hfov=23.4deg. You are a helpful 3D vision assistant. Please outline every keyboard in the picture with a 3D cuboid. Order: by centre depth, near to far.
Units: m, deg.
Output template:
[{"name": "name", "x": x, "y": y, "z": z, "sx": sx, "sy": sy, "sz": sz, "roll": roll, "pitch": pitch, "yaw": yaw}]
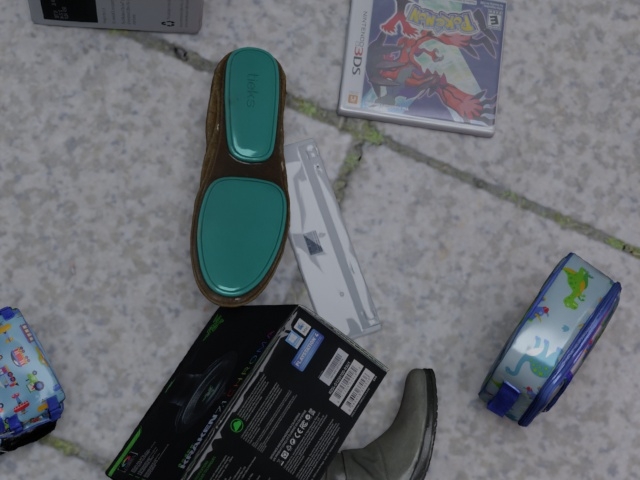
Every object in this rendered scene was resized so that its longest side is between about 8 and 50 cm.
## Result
[{"name": "keyboard", "x": 0.000, "y": 0.000, "z": 1.893, "sx": 0.072, "sy": 0.014, "sz": 0.256, "roll": -18, "pitch": 79, "yaw": -6}]

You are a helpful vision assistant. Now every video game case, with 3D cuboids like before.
[{"name": "video game case", "x": 0.130, "y": -0.233, "z": 1.957, "sx": 0.201, "sy": 0.023, "sz": 0.183, "roll": 8, "pitch": 76, "yaw": -5}]

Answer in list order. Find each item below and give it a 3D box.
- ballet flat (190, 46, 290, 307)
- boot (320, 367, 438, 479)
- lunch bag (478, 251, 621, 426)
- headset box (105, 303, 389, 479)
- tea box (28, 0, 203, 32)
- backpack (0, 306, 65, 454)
[{"name": "ballet flat", "x": -0.099, "y": -0.063, "z": 1.832, "sx": 0.116, "sy": 0.124, "sz": 0.342, "roll": 5, "pitch": 65, "yaw": -11}, {"name": "boot", "x": 0.047, "y": 0.256, "z": 1.803, "sx": 0.161, "sy": 0.083, "sz": 0.247, "roll": 10, "pitch": 74, "yaw": 2}, {"name": "lunch bag", "x": 0.262, "y": 0.122, "z": 1.786, "sx": 0.090, "sy": 0.219, "sz": 0.176, "roll": 35, "pitch": 73, "yaw": 9}, {"name": "headset box", "x": -0.090, "y": 0.202, "z": 1.700, "sx": 0.131, "sy": 0.283, "sz": 0.246, "roll": 38, "pitch": 75, "yaw": -16}, {"name": "tea box", "x": -0.235, "y": -0.454, "z": 1.810, "sx": 0.220, "sy": 0.329, "sz": 0.324, "roll": 2, "pitch": 77, "yaw": -6}, {"name": "backpack", "x": -0.393, "y": 0.172, "z": 1.736, "sx": 0.173, "sy": 0.117, "sz": 0.158, "roll": -22, "pitch": 80, "yaw": -23}]
